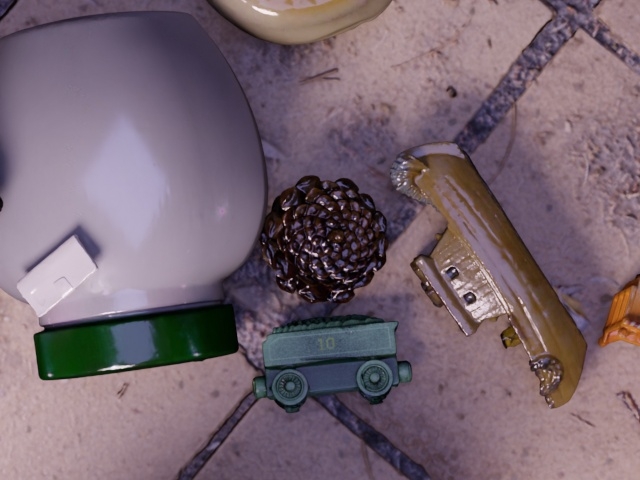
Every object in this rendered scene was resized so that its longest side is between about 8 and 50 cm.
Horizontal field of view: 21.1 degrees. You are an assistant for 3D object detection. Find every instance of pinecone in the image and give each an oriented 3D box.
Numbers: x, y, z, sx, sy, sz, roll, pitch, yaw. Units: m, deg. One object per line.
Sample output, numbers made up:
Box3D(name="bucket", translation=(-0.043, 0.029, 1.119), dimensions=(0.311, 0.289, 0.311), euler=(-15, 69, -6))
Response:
Box3D(name="pinecone", translation=(0.001, 0.001, 1.827), dimensions=(0.140, 0.121, 0.140), euler=(1, 81, -4))

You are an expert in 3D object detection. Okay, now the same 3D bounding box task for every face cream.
Box3D(name="face cream", translation=(-0.210, -0.044, 1.771), dimensions=(0.312, 0.219, 0.357), euler=(-8, 87, 2))

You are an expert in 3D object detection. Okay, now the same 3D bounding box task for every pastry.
Box3D(name="pastry", translation=(-0.027, -0.333, 1.846), dimensions=(0.264, 0.133, 0.265), euler=(0, 85, -3))

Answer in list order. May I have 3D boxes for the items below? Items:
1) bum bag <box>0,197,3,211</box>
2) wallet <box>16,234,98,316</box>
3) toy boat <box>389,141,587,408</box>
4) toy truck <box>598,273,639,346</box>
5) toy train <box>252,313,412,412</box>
Box3D(name="bum bag", translation=(-0.408, 0.038, 1.744), dimensions=(0.144, 0.340, 0.095), euler=(36, 42, 15))
Box3D(name="wallet", translation=(-0.254, 0.035, 1.664), dimensions=(0.083, 0.011, 0.044), euler=(-39, 82, 18))
Box3D(name="toy boat", translation=(0.174, 0.041, 1.849), dimensions=(0.121, 0.089, 0.321), euler=(-32, 89, 1))
Box3D(name="toy truck", translation=(0.448, 0.103, 1.841), dimensions=(0.270, 0.114, 0.135), euler=(18, 81, 0))
Box3D(name="toy train", translation=(0.011, 0.130, 1.845), dimensions=(0.172, 0.070, 0.099), euler=(-5, 78, -2))
